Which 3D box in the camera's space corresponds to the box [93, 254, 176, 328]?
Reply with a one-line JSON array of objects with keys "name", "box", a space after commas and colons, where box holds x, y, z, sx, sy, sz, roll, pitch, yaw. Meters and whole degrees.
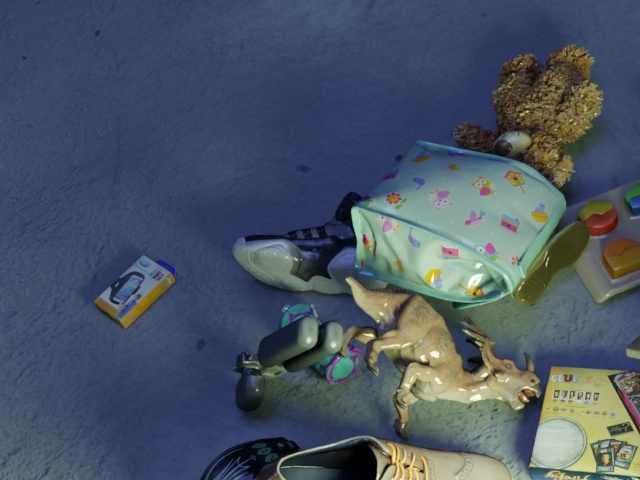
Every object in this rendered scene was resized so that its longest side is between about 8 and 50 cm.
[{"name": "box", "box": [-0.309, 0.081, 2.183, 0.081, 0.028, 0.136, 28, 67, 40]}]

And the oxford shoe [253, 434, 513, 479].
[{"name": "oxford shoe", "box": [0.094, 0.313, 1.629, 0.363, 0.133, 0.130, -2, 56, -20]}]

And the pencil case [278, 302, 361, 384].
[{"name": "pencil case", "box": [-0.002, 0.153, 1.951, 0.070, 0.064, 0.151, -54, 47, 7]}]

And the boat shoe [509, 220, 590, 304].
[{"name": "boat shoe", "box": [0.336, 0.028, 1.913, 0.153, 0.056, 0.048, -51, 27, 0]}]

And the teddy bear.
[{"name": "teddy bear", "box": [0.341, -0.203, 2.097, 0.245, 0.113, 0.338, 13, 56, 35]}]

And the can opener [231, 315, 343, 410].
[{"name": "can opener", "box": [-0.053, 0.185, 1.846, 0.076, 0.283, 0.095, 12, 70, -21]}]

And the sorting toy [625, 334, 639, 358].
[{"name": "sorting toy", "box": [0.501, 0.143, 1.710, 0.132, 0.046, 0.274, 10, 29, 41]}]

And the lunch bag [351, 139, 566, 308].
[{"name": "lunch bag", "box": [0.212, -0.020, 1.918, 0.262, 0.160, 0.223, 17, 43, 26]}]

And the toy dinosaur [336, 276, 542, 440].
[{"name": "toy dinosaur", "box": [0.148, 0.143, 1.794, 0.200, 0.296, 0.127, -40, 4, -18]}]

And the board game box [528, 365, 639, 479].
[{"name": "board game box", "box": [0.410, 0.249, 1.694, 0.243, 0.042, 0.165, 2, 50, 26]}]

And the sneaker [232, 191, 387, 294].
[{"name": "sneaker", "box": [0.000, 0.000, 2.072, 0.268, 0.101, 0.153, 8, 52, 22]}]

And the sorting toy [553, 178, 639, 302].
[{"name": "sorting toy", "box": [0.466, -0.017, 1.918, 0.208, 0.038, 0.193, -24, 44, 2]}]

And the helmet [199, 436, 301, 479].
[{"name": "helmet", "box": [-0.092, 0.358, 1.746, 0.161, 0.169, 0.169, -26, 41, -25]}]
